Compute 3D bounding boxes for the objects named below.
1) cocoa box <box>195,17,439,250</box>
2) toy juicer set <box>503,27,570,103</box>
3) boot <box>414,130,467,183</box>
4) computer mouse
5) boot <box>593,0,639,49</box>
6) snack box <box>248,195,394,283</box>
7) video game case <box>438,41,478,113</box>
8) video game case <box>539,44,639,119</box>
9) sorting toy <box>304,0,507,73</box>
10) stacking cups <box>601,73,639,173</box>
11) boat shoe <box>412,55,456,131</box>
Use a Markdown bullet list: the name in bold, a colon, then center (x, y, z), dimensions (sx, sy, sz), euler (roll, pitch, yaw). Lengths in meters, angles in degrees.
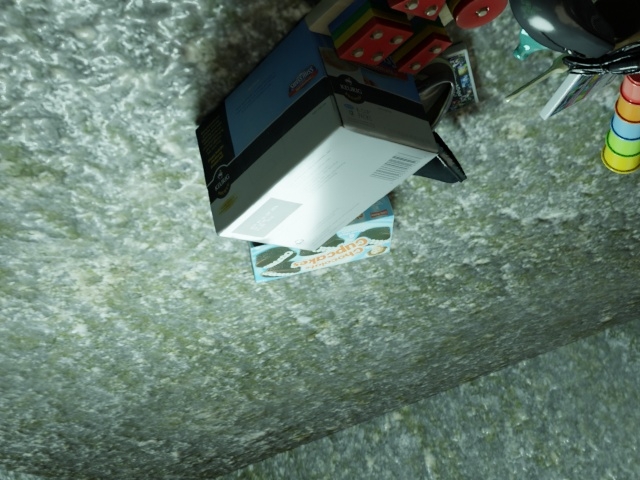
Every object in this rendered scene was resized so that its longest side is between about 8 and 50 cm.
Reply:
- **cocoa box**: center (-0.017, -0.172, 1.787), dimensions (0.231, 0.228, 0.347), euler (10, 144, -40)
- **toy juicer set**: center (0.428, -0.392, 1.789), dimensions (0.209, 0.089, 0.329), euler (-25, 156, -25)
- **boot**: center (0.147, -0.135, 2.026), dimensions (0.207, 0.094, 0.246), euler (-36, 142, 16)
- **computer mouse**: center (0.384, -0.326, 1.613), dimensions (0.272, 0.072, 0.188), euler (36, 164, -32)
- **boot**: center (0.554, -0.387, 1.752), dimensions (0.305, 0.112, 0.115), euler (-20, 171, -19)
- **snack box**: center (0.000, 0.000, 2.335), dimensions (0.322, 0.060, 0.187), euler (-13, 155, -6)
- **video game case**: center (0.199, -0.281, 1.932), dimensions (0.173, 0.022, 0.190), euler (-19, 153, 7)
- **video game case**: center (0.519, -0.318, 1.956), dimensions (0.183, 0.023, 0.201), euler (-28, 166, -23)
- **sorting toy**: center (0.156, -0.365, 1.623), dimensions (0.257, 0.089, 0.255), euler (2, 150, -47)
- **stacking cups**: center (0.654, -0.261, 2.165), dimensions (0.096, 0.096, 0.316), euler (-15, 151, -2)
- **boat shoe**: center (0.143, -0.197, 1.856), dimensions (0.103, 0.092, 0.285), euler (30, 113, -19)
